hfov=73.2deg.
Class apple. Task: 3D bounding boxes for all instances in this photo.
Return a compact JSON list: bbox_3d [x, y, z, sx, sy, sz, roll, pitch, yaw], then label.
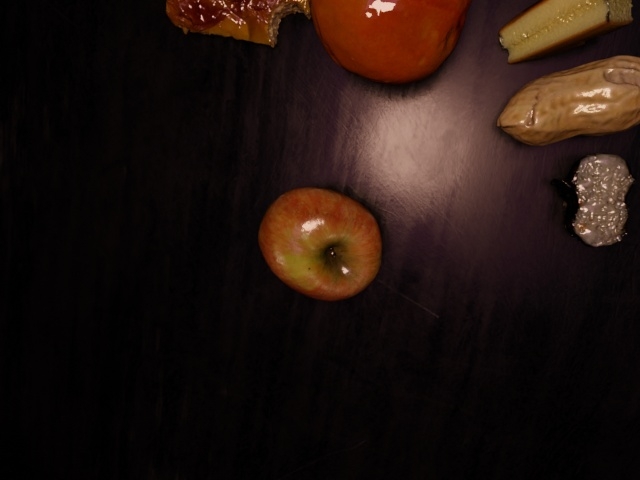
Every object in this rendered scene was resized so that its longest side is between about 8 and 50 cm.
[{"bbox_3d":[0.000,0.000,1.094,0.277,0.250,0.309,-43,110,2],"label":"apple"}]

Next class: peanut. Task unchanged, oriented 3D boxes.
[{"bbox_3d":[0.560,-0.295,0.935,0.341,0.158,0.173,-7,60,18],"label":"peanut"}]

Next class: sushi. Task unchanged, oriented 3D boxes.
[{"bbox_3d":[0.612,-0.091,0.983,0.148,0.115,0.212,-3,98,11],"label":"sushi"}]

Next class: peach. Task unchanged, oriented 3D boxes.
[{"bbox_3d":[0.160,-0.507,0.909,0.302,0.343,0.342,27,106,26],"label":"peach"}]

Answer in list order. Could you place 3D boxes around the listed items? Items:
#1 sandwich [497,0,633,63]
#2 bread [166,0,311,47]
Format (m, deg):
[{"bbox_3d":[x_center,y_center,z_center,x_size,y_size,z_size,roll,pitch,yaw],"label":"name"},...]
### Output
[{"bbox_3d":[0.524,-0.478,0.932,0.236,0.128,0.122,-5,102,58],"label":"sandwich"},{"bbox_3d":[-0.204,-0.598,1.089,0.381,0.109,0.185,13,102,9],"label":"bread"}]
